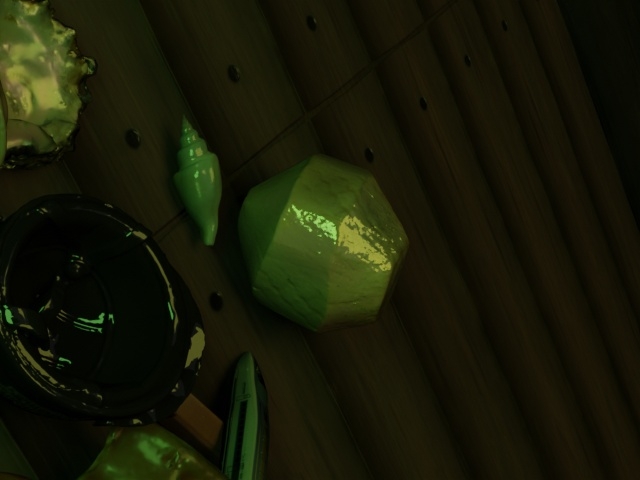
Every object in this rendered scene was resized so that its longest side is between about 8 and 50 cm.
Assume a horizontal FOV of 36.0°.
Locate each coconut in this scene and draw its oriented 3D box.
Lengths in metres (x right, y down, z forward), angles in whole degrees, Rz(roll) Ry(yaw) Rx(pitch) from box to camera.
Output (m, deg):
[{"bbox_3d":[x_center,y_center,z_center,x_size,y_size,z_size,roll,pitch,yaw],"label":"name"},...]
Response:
[{"bbox_3d":[0.000,0.000,1.403,0.259,0.259,0.259,20,65,-49],"label":"coconut"}]

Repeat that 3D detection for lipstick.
[{"bbox_3d":[-0.152,0.245,1.263,0.145,0.045,0.045,50,42,-33],"label":"lipstick"}]

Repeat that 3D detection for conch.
[{"bbox_3d":[-0.167,-0.082,1.335,0.065,0.088,0.180,-11,97,-11],"label":"conch"}]

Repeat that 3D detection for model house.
[{"bbox_3d":[-0.195,0.355,1.093,0.268,0.173,0.239,43,55,-21],"label":"model house"}]

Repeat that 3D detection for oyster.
[{"bbox_3d":[-0.343,-0.159,1.092,0.198,0.092,0.259,47,39,-39],"label":"oyster"}]

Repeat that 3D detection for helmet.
[{"bbox_3d":[-0.270,0.087,1.051,0.279,0.160,0.230,42,44,-38],"label":"helmet"}]

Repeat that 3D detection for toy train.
[{"bbox_3d":[-0.091,0.230,1.286,0.055,0.048,0.252,55,22,-32],"label":"toy train"}]

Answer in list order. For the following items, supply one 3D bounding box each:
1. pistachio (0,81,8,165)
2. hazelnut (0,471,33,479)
[{"bbox_3d":[-0.410,-0.178,0.883,0.230,0.230,0.309,-16,66,-54],"label":"pistachio"},{"bbox_3d":[-0.314,0.306,0.925,0.182,0.182,0.182,20,65,-49],"label":"hazelnut"}]
